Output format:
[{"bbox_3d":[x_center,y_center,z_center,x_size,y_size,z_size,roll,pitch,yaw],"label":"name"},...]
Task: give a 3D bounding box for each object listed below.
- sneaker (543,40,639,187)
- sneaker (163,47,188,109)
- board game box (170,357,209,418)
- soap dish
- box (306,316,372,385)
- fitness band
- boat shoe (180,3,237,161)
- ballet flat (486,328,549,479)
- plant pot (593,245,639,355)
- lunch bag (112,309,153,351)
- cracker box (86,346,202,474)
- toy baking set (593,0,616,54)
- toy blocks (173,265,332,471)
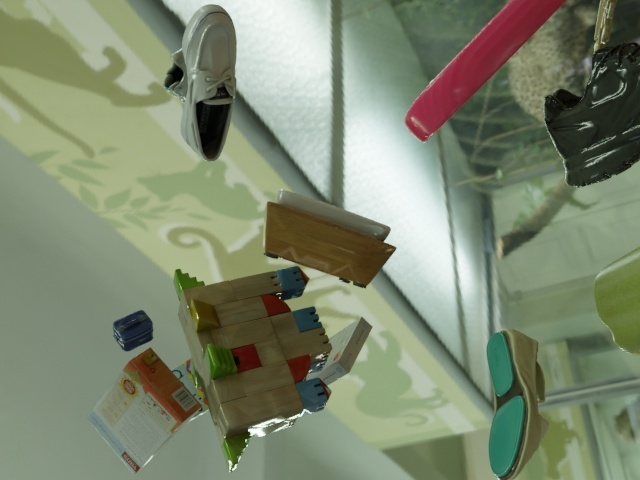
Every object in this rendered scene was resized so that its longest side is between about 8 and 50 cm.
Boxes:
[{"bbox_3d":[0.353,-0.162,0.858,0.109,0.286,0.130,-25,-93,-49],"label":"sneaker"},{"bbox_3d":[-0.255,-0.284,1.527,0.083,0.071,0.191,-32,-30,-29],"label":"sneaker"},{"bbox_3d":[-0.400,0.427,2.160,0.142,0.275,0.144,60,171,9],"label":"board game box"},{"bbox_3d":[0.000,0.000,1.493,0.291,0.229,0.118,166,123,-85],"label":"soap dish"},{"bbox_3d":[0.019,0.254,1.751,0.038,0.186,0.145,42,-138,-8],"label":"box"},{"bbox_3d":[0.208,-0.235,0.977,0.054,0.291,0.209,44,-175,0],"label":"fitness band"},{"bbox_3d":[-0.172,-0.250,1.343,0.084,0.095,0.258,51,145,42],"label":"boat shoe"},{"bbox_3d":[0.288,0.235,1.175,0.086,0.086,0.248,54,-148,-40],"label":"ballet flat"},{"bbox_3d":[0.650,0.089,1.481,0.276,0.254,0.276,18,-122,-31],"label":"plant pot"},{"bbox_3d":[-0.456,0.216,1.990,0.098,0.067,0.065,-26,-36,-31],"label":"lunch bag"},{"bbox_3d":[-0.350,0.337,1.617,0.156,0.232,0.067,47,-143,7],"label":"cracker box"},{"bbox_3d":[0.568,-0.470,1.597,0.197,0.030,0.256,33,-113,-79],"label":"toy baking set"},{"bbox_3d":[-0.103,0.211,1.568,0.191,0.261,0.381,111,142,-53],"label":"toy blocks"}]
